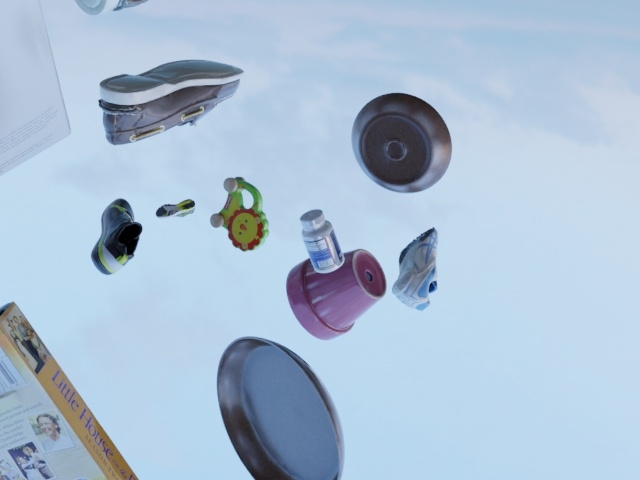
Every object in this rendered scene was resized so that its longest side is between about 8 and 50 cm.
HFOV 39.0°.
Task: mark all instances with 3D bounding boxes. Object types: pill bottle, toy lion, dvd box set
[{"bbox_3d":[0.000,0.000,1.822,0.067,0.120,0.067,-16,-153,8],"label":"pill bottle"},{"bbox_3d":[-0.117,-0.037,1.393,0.096,0.100,0.034,29,-161,22],"label":"toy lion"},{"bbox_3d":[-0.420,0.314,1.202,0.307,0.420,0.062,-25,-161,15],"label":"dvd box set"}]

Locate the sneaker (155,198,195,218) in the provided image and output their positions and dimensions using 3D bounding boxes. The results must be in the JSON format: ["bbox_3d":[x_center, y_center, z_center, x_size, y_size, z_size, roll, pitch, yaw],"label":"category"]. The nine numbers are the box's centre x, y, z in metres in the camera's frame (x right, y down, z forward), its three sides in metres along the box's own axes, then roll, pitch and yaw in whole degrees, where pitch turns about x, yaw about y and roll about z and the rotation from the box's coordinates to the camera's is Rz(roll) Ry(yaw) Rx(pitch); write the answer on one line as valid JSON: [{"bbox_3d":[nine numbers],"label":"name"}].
[{"bbox_3d":[-0.293,-0.057,1.839,0.083,0.035,0.031,-13,-118,-4],"label":"sneaker"}]

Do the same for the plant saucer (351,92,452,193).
[{"bbox_3d":[0.144,-0.174,1.677,0.198,0.199,0.036,14,-151,18],"label":"plant saucer"}]

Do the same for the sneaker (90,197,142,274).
[{"bbox_3d":[-0.407,-0.014,1.900,0.097,0.084,0.235,-26,-145,18],"label":"sneaker"}]

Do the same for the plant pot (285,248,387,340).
[{"bbox_3d":[0.049,0.112,2.134,0.180,0.201,0.201,-30,175,33],"label":"plant pot"}]

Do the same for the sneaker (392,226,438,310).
[{"bbox_3d":[0.208,0.058,1.866,0.086,0.085,0.237,43,-143,-13],"label":"sneaker"}]

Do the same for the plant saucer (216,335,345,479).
[{"bbox_3d":[-0.061,0.300,1.510,0.050,0.311,0.310,-20,-148,-38],"label":"plant saucer"}]

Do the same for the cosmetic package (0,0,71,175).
[{"bbox_3d":[-0.466,-0.242,1.181,0.197,0.365,0.155,-36,-110,-24],"label":"cosmetic package"}]

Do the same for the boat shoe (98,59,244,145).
[{"bbox_3d":[-0.247,-0.240,1.536,0.116,0.097,0.324,19,-153,25],"label":"boat shoe"}]

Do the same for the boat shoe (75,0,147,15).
[{"bbox_3d":[-0.273,-0.415,1.041,0.091,0.305,0.109,-25,-169,-40],"label":"boat shoe"}]
